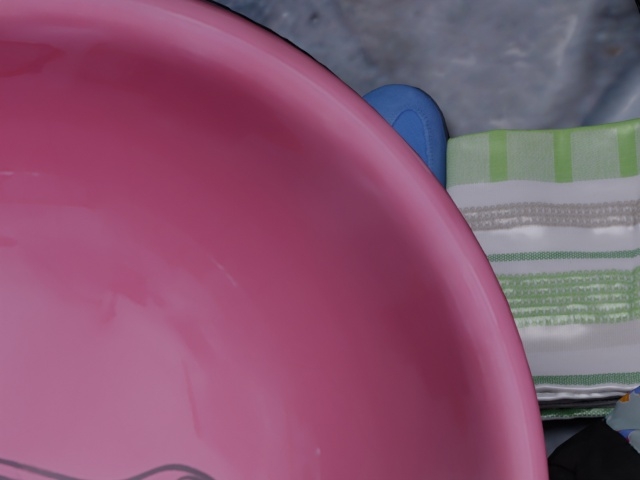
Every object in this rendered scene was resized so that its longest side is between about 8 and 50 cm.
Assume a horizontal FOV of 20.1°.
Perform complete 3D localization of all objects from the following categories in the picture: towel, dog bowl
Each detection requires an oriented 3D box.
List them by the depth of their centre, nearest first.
[{"bbox_3d":[-0.105,0.091,0.598,0.408,0.150,0.408,2,83,-15],"label":"dog bowl"},{"bbox_3d":[0.109,0.009,0.794,0.113,0.023,0.152,-4,55,8],"label":"towel"}]

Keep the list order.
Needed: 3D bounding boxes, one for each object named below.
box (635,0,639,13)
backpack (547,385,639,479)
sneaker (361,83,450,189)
[{"bbox_3d":[0.247,-0.096,0.811,0.184,0.045,0.191,-19,52,10],"label":"box"},{"bbox_3d":[0.189,0.087,0.660,0.182,0.115,0.152,-31,49,-5],"label":"backpack"},{"bbox_3d":[0.000,0.000,0.815,0.069,0.082,0.209,12,60,30],"label":"sneaker"}]
